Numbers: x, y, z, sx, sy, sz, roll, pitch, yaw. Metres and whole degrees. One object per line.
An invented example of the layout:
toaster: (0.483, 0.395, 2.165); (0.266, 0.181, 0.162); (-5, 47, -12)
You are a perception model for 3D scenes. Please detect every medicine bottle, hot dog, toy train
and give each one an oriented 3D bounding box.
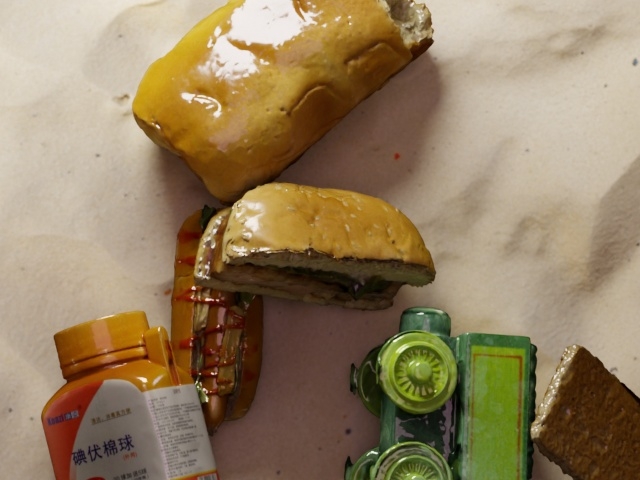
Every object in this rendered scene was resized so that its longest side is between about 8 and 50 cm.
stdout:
medicine bottle: (-0.206, 0.194, 1.859); (0.149, 0.112, 0.222); (-19, 82, 23)
hot dog: (-0.112, 0.087, 1.926); (0.104, 0.076, 0.250); (5, 78, -5)
toy train: (0.132, 0.207, 1.888); (0.188, 0.159, 0.271); (5, 80, -10)

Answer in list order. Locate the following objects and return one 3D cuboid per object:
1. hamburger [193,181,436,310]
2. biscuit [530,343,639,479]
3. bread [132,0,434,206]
hamburger: (0.000, 0.000, 1.893); (0.262, 0.124, 0.131); (10, 65, -32)
biscuit: (0.317, 0.223, 1.908); (0.231, 0.025, 0.131); (43, 62, -26)
bread: (-0.037, -0.198, 1.938); (0.344, 0.149, 0.195); (-44, 85, -10)
